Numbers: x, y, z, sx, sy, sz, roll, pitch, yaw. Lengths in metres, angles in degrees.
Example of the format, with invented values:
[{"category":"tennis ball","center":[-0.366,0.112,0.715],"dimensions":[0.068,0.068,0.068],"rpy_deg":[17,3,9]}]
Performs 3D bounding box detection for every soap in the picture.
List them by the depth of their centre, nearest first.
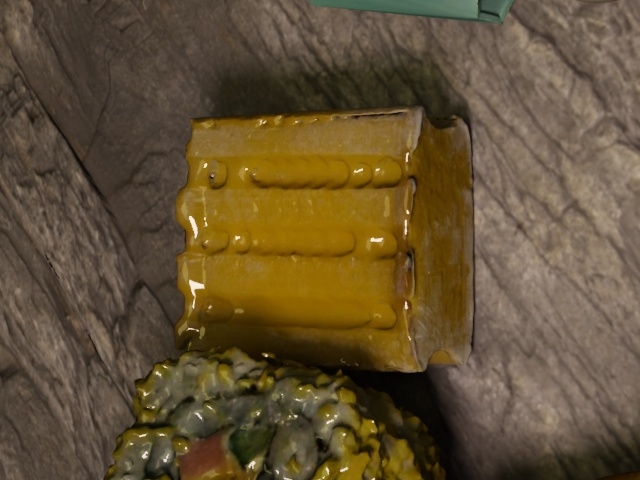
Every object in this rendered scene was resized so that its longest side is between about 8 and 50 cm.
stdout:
[{"category":"soap","center":[0.000,0.000,1.790],"dimensions":[0.335,0.156,0.293],"rpy_deg":[-2,86,35]}]

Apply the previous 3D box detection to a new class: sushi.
[{"category":"sushi","center":[-0.055,0.318,1.655],"dimensions":[0.351,0.240,0.396],"rpy_deg":[4,67,37]}]

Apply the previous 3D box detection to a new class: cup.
[{"category":"cup","center":[0.102,-0.310,1.740],"dimensions":[0.236,0.148,0.134],"rpy_deg":[18,133,29]}]

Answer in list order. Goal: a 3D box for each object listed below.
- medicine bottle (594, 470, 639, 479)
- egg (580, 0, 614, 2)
[{"category":"medicine bottle","center":[0.255,0.360,1.559],"dimensions":[0.232,0.238,0.237],"rpy_deg":[-17,81,35]},{"category":"egg","center":[0.285,-0.295,1.615],"dimensions":[0.135,0.103,0.103],"rpy_deg":[1,91,38]}]
